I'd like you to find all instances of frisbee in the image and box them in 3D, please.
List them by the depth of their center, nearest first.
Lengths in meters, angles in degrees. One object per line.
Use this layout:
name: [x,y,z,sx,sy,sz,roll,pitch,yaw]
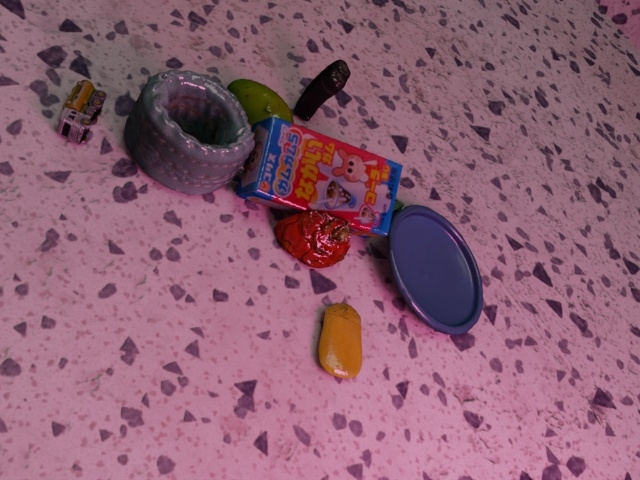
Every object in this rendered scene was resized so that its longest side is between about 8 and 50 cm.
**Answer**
frisbee: [0.232,0.064,1.603,0.290,0.049,0.289,23,52,-34]

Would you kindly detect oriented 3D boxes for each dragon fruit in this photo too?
dragon fruit: [0.000,0.000,1.462,0.162,0.106,0.083,20,53,-23]

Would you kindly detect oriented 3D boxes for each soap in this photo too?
soap: [0.037,0.176,1.411,0.089,0.033,0.168,21,49,-24]

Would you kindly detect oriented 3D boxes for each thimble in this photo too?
thimble: [-0.235,-0.198,1.417,0.235,0.143,0.198,34,47,-12]

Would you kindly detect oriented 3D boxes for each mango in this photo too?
mango: [-0.128,-0.263,1.567,0.119,0.100,0.178,-25,68,-40]

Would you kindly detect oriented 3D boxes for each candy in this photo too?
candy: [0.002,-0.119,1.507,0.306,0.100,0.157,18,80,-25]

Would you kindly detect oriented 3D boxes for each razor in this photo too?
razor: [0.001,-0.326,1.665,0.054,0.148,0.090,41,45,-13]

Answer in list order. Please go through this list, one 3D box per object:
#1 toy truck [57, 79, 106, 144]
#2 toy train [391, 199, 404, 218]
toy truck: [-0.429,-0.232,1.373,0.063,0.052,0.123,23,48,-13]
toy train: [0.134,-0.069,1.650,0.093,0.038,0.056,-26,70,-42]
